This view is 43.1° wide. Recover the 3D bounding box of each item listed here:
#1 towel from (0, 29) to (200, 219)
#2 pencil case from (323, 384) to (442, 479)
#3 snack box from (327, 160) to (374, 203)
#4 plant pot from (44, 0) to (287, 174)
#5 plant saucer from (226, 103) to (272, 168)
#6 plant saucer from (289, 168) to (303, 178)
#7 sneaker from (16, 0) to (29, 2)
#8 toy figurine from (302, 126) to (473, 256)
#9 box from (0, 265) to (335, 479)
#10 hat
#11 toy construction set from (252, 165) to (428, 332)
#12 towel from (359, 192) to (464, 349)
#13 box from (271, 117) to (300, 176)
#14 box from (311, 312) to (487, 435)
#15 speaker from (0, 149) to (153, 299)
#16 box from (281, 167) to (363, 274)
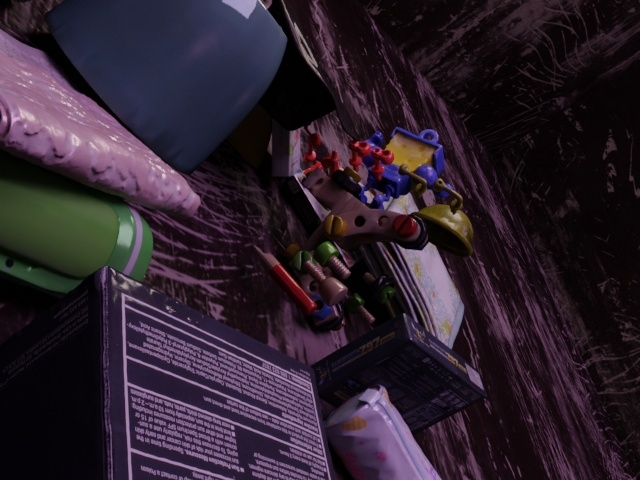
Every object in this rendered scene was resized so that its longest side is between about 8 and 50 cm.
[{"bbox_3d":[-0.308,-0.153,0.863,0.317,0.053,0.332,41,6,22],"label":"towel"},{"bbox_3d":[0.115,0.345,1.179,0.113,0.124,0.273,-34,89,-29],"label":"pencil case"},{"bbox_3d":[0.075,-0.101,1.829,0.141,0.037,0.100,42,27,-33],"label":"snack box"},{"bbox_3d":[-0.190,-0.277,1.133,0.293,0.235,0.293,50,5,-6],"label":"plant pot"},{"bbox_3d":[-0.184,-0.343,1.559,0.333,0.081,0.333,46,24,-24],"label":"plant saucer"},{"bbox_3d":[0.000,-0.067,1.650,0.192,0.018,0.067,51,22,-16],"label":"plant saucer"},{"bbox_3d":[-0.445,-0.519,1.078,0.210,0.137,0.365,21,61,-54],"label":"sneaker"},{"bbox_3d":[0.168,-0.143,1.468,0.363,0.217,0.191,26,-35,31],"label":"toy figurine"},{"bbox_3d":[-0.133,0.231,0.724,0.296,0.183,0.294,34,30,-41],"label":"box"},{"bbox_3d":[-0.065,-0.280,1.336,0.331,0.134,0.331,59,8,-14],"label":"hat"},{"bbox_3d":[0.000,0.000,1.349,0.237,0.257,0.309,46,27,20],"label":"toy construction set"},{"bbox_3d":[0.199,0.069,1.706,0.320,0.090,0.374,67,18,-10],"label":"towel"},{"bbox_3d":[-0.064,-0.220,1.534,0.145,0.038,0.186,-60,152,-77],"label":"box"},{"bbox_3d":[0.126,0.224,1.287,0.233,0.183,0.059,38,28,-37],"label":"box"},{"bbox_3d":[-0.309,-0.032,0.796,0.296,0.131,0.131,33,31,-46],"label":"speaker"},{"bbox_3d":[0.014,-0.043,1.586,0.207,0.036,0.114,60,30,0],"label":"box"}]
